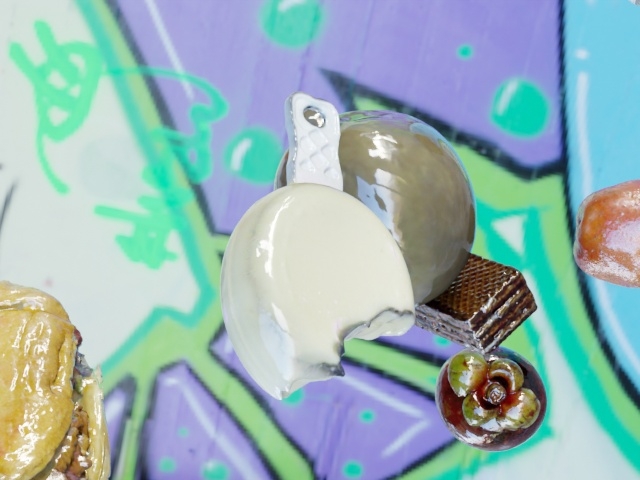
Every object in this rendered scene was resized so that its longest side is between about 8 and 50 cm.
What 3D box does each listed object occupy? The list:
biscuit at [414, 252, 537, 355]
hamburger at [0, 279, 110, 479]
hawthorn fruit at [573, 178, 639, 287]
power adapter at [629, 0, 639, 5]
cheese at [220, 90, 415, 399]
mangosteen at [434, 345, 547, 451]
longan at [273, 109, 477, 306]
[{"bbox_3d":[0.140,0.058,1.629,0.107,0.073,0.388,-40,29,-17],"label":"biscuit"},{"bbox_3d":[-0.290,0.182,1.089,0.282,0.245,0.155,-43,-34,-34],"label":"hamburger"},{"bbox_3d":[0.486,-0.008,1.816,0.189,0.189,0.189,-169,90,-80],"label":"hawthorn fruit"},{"bbox_3d":[0.457,-0.444,1.630,0.124,0.255,0.187,-22,-33,-48],"label":"power adapter"},{"bbox_3d":[-0.017,-0.006,0.887,0.071,0.163,0.249,-38,65,47],"label":"cheese"},{"bbox_3d":[0.269,0.244,1.825,0.200,0.199,0.200,-169,90,-80],"label":"mangosteen"},{"bbox_3d":[0.069,-0.055,1.487,0.243,0.300,0.300,-45,-1,-19],"label":"longan"}]
